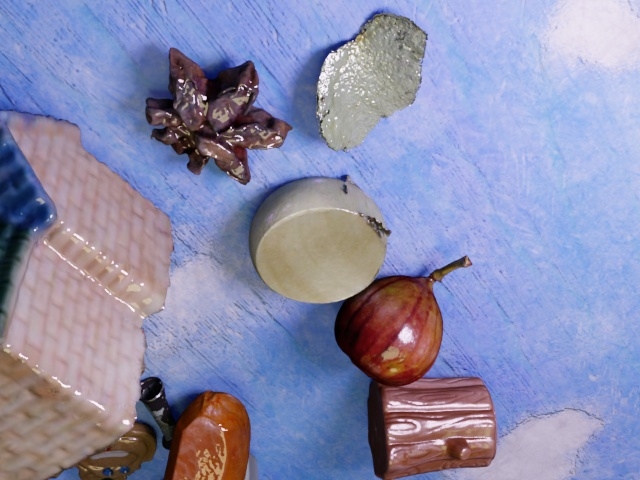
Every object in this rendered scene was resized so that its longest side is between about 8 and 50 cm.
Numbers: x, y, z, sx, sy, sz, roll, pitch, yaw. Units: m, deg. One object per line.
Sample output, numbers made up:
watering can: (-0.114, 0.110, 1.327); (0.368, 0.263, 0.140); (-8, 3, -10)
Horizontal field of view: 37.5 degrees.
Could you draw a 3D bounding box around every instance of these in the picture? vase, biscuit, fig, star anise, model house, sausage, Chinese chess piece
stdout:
vase: (-0.307, 0.340, 1.841); (0.059, 0.059, 0.167); (-11, 132, 5)
biscuit: (-0.435, 0.436, 1.926); (0.184, 0.047, 0.319); (13, 130, -12)
fig: (0.143, 0.127, 1.644); (0.249, 0.186, 0.203); (-57, 147, -11)
star anise: (-0.147, -0.170, 1.387); (0.220, 0.099, 0.214); (19, 136, -20)
model house: (-0.485, 0.070, 1.340); (0.395, 0.445, 0.400); (-26, 130, 19)
sausage: (-0.215, 0.415, 1.817); (0.153, 0.141, 0.267); (12, 102, 5)
Chinese chess piece: (0.000, 0.000, 1.550); (0.238, 0.092, 0.237); (-2, 130, -2)

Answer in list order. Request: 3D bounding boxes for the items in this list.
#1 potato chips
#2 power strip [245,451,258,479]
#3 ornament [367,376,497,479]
potato chips: (0.078, -0.227, 1.384); (0.228, 0.059, 0.167); (-42, 129, 21)
power strip: (-0.246, 0.552, 1.943); (0.265, 0.193, 0.059); (-28, 130, 17)
ornament: (0.212, 0.354, 1.807); (0.218, 0.221, 0.235); (-3, 105, -7)
